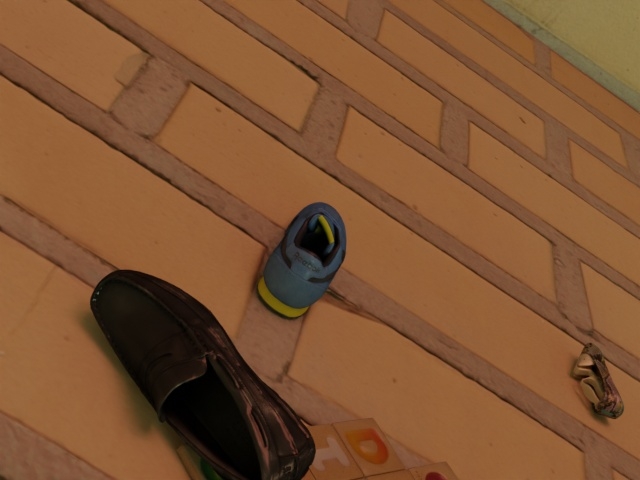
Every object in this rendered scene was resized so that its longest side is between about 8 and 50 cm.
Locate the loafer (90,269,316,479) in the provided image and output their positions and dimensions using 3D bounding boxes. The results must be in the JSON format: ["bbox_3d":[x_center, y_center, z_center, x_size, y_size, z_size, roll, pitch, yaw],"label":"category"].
[{"bbox_3d":[-0.098,0.103,0.847,0.223,0.076,0.078,43,18,17],"label":"loafer"}]

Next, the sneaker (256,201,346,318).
[{"bbox_3d":[0.000,0.000,1.128,0.069,0.082,0.209,35,26,-2],"label":"sneaker"}]

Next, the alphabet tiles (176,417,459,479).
[{"bbox_3d":[0.042,0.259,0.861,0.343,0.011,0.285,3,43,-48],"label":"alphabet tiles"}]

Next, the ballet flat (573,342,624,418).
[{"bbox_3d":[0.316,0.159,1.309,0.041,0.041,0.114,24,30,-26],"label":"ballet flat"}]
